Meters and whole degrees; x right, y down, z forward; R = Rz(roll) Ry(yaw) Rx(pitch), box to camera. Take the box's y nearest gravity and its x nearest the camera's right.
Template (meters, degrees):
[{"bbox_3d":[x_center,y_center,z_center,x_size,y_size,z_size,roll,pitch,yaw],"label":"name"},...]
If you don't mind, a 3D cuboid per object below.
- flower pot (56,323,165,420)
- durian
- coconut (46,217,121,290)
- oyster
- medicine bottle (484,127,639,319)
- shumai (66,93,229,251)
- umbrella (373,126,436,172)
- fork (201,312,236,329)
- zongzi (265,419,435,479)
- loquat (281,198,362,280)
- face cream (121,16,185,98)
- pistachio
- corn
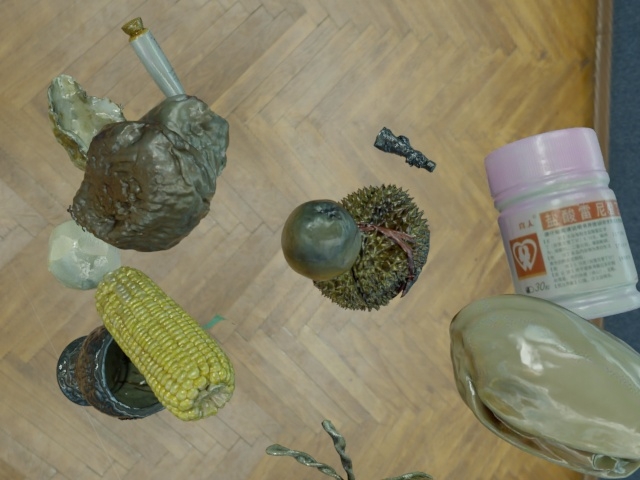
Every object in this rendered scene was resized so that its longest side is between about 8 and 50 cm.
[{"bbox_3d":[-0.534,0.330,1.620,0.266,0.267,0.266,16,69,-46],"label":"flower pot"},{"bbox_3d":[0.124,0.025,1.695,0.384,0.348,0.347,-41,112,-48],"label":"durian"},{"bbox_3d":[-0.519,0.035,1.369,0.161,0.162,0.161,-10,135,-10],"label":"coconut"},{"bbox_3d":[-0.401,-0.169,1.227,0.341,0.110,0.166,35,45,-26],"label":"oyster"},{"bbox_3d":[0.419,-0.019,1.092,0.202,0.202,0.315,-8,81,-28],"label":"medicine bottle"},{"bbox_3d":[-0.208,-0.086,0.862,0.184,0.218,0.185,49,39,12],"label":"shumai"},{"bbox_3d":[0.289,-0.298,2.081,0.080,0.224,0.071,-61,163,14],"label":"umbrella"},{"bbox_3d":[-0.206,0.153,1.114,0.039,0.235,0.021,26,97,14],"label":"fork"},{"bbox_3d":[0.140,0.422,0.526,0.218,0.467,0.500,-3,87,-24],"label":"zongzi"},{"bbox_3d":[0.000,0.000,1.387,0.179,0.179,0.227,-61,157,-13],"label":"loquat"},{"bbox_3d":[-0.354,-0.385,1.330,0.051,0.072,0.182,-22,120,14],"label":"face cream"},{"bbox_3d":[0.217,0.129,0.571,0.215,0.144,0.144,28,77,6],"label":"pistachio"},{"bbox_3d":[-0.196,0.123,0.772,0.093,0.244,0.093,-26,135,-29],"label":"corn"}]
